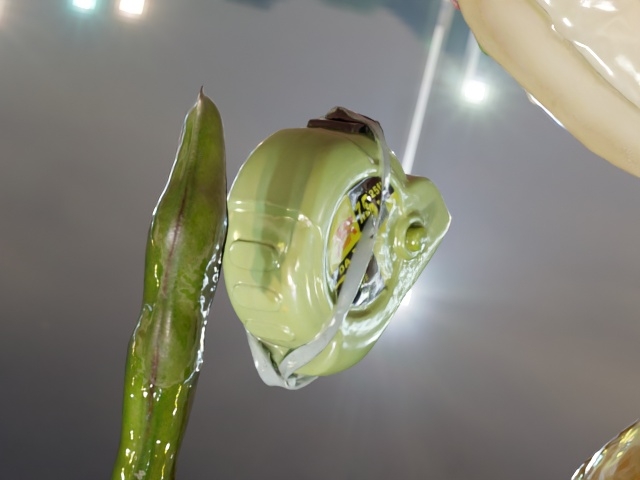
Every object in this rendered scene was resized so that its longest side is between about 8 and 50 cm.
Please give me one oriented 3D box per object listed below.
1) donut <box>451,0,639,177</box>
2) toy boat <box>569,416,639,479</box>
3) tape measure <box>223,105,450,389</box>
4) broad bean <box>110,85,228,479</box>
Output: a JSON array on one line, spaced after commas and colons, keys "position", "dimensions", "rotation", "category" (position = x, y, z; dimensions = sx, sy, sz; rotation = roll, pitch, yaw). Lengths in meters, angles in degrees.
[{"position": [0.237, -0.176, 0.882], "dimensions": [0.371, 0.307, 0.150], "rotation": [-26, -169, 1], "category": "donut"}, {"position": [0.109, 0.068, 0.417], "dimensions": [0.229, 0.088, 0.089], "rotation": [12, -130, -57], "category": "toy boat"}, {"position": [0.000, 0.000, 1.330], "dimensions": [0.106, 0.200, 0.175], "rotation": [11, 143, 36], "category": "tape measure"}, {"position": [-0.084, 0.061, 1.015], "dimensions": [0.043, 0.297, 0.060], "rotation": [9, 173, 5], "category": "broad bean"}]
